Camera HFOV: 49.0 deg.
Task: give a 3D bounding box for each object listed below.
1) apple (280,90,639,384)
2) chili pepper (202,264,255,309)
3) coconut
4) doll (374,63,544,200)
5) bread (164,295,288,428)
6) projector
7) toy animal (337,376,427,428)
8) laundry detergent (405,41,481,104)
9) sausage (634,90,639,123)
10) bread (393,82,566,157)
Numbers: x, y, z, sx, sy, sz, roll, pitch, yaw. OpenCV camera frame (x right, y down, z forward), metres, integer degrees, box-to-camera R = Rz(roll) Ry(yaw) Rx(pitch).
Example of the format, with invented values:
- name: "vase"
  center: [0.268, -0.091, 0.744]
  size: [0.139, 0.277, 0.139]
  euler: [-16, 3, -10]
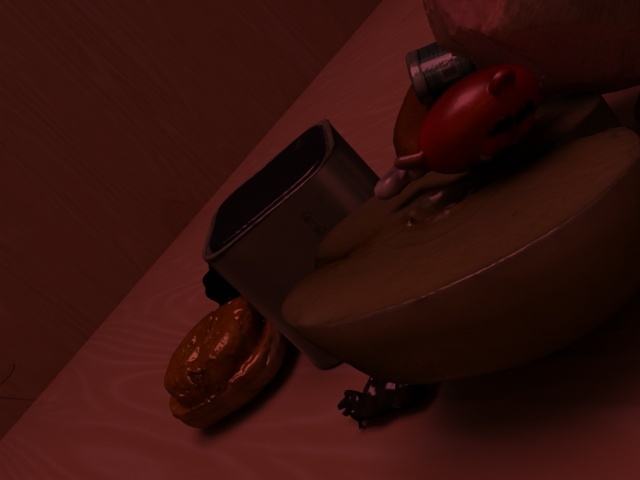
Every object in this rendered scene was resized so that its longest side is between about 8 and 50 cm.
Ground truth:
- name: "apple"
  center: [0.146, -0.011, 0.716]
  size: [0.360, 0.320, 0.311]
  euler: [-29, 60, 22]
- name: "chili pepper"
  center: [-0.098, 0.053, 1.301]
  size: [0.261, 0.165, 0.174]
  euler: [-25, 14, 41]
- name: "coconut"
  center: [0.302, -0.348, 0.746]
  size: [0.404, 0.404, 0.404]
  euler: [-39, 19, 16]
- name: "doll"
  center: [0.154, -0.114, 0.712]
  size: [0.183, 0.085, 0.217]
  euler: [-33, -4, -23]
- name: "bread"
  center: [-0.158, 0.200, 1.157]
  size: [0.236, 0.120, 0.198]
  euler: [-37, 21, 22]
- name: "projector"
  center: [0.000, 0.000, 1.058]
  size: [0.248, 0.249, 0.248]
  euler: [-40, 19, 13]
- name: "toy animal"
  center: [0.070, 0.182, 0.833]
  size: [0.136, 0.047, 0.065]
  euler: [-25, 34, 32]
- name: "laundry detergent"
  center: [0.235, -0.269, 0.986]
  size: [0.226, 0.070, 0.099]
  euler: [-20, 35, 17]
- name: "sausage"
  center: [0.425, -0.182, 0.900]
  size: [0.034, 0.034, 0.083]
  euler: [-20, 30, 51]
- name: "bread"
  center: [0.242, -0.192, 1.078]
  size: [0.236, 0.183, 0.388]
  euler: [-27, 24, 36]
